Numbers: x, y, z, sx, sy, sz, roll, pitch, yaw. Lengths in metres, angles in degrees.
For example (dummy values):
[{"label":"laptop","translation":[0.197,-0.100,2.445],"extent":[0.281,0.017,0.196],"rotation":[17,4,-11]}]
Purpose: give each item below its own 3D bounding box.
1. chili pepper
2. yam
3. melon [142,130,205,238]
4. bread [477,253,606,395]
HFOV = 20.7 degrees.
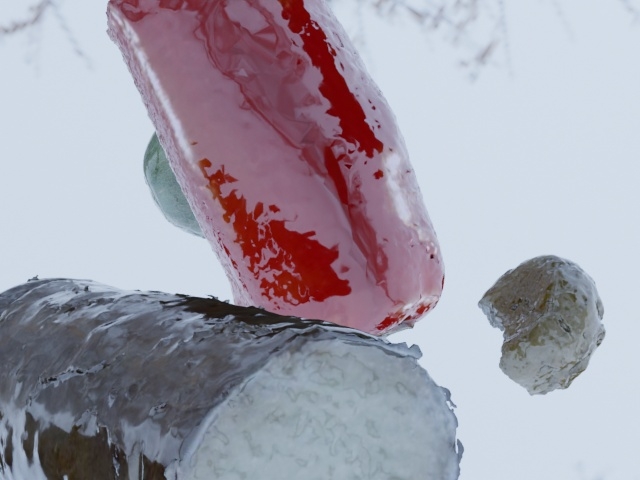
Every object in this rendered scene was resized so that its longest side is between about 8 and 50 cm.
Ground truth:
[{"label":"chili pepper","translation":[0.002,-0.002,0.987],"extent":[0.134,0.131,0.338],"rotation":[57,9,-81]},{"label":"yam","translation":[-0.067,0.080,0.718],"extent":[0.131,0.131,0.280],"rotation":[45,-19,-26]},{"label":"melon","translation":[-0.035,-0.059,1.159],"extent":[0.114,0.167,0.114],"rotation":[-20,90,-88]},{"label":"bread","translation":[0.157,0.055,1.193],"extent":[0.060,0.082,0.113],"rotation":[43,18,-21]}]
